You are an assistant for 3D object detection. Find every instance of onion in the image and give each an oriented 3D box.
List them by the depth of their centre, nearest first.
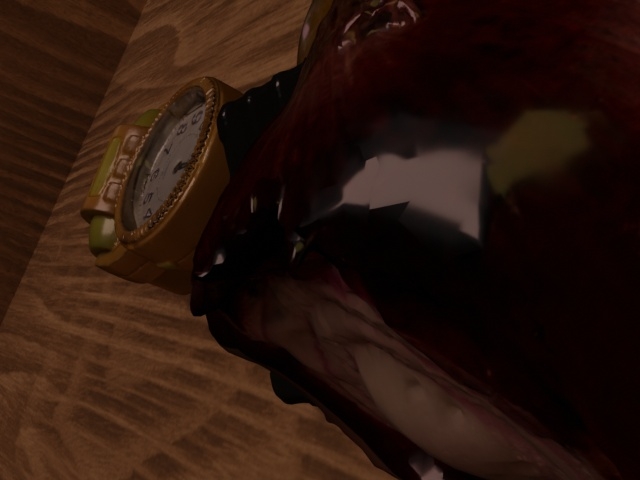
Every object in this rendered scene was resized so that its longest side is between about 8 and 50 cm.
[{"bbox_3d":[0.118,0.001,0.489,0.341,0.341,0.341,-44,31,36],"label":"onion"}]

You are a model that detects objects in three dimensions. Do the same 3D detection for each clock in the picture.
[{"bbox_3d":[-0.154,-0.066,1.186,0.317,0.200,0.244,-12,58,59],"label":"clock"}]

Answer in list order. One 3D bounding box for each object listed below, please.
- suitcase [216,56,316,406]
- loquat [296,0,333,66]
[{"bbox_3d":[0.000,0.000,0.814,0.206,0.066,0.286,-12,90,59],"label":"suitcase"},{"bbox_3d":[0.070,-0.179,0.893,0.179,0.179,0.227,9,80,64],"label":"loquat"}]
